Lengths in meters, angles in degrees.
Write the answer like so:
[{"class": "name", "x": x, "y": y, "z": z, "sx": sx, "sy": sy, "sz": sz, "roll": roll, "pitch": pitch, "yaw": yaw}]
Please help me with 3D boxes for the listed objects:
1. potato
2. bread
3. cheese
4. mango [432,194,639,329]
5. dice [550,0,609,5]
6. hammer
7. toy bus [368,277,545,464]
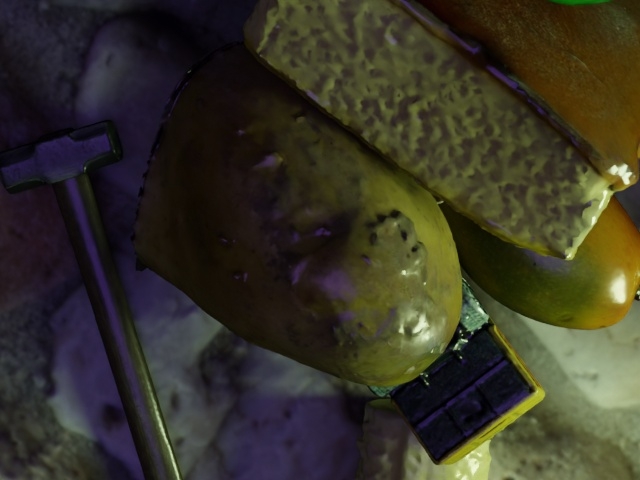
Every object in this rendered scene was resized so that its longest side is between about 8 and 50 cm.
[{"class": "potato", "x": 0.000, "y": 0.000, "z": 1.338, "sx": 0.266, "sy": 0.229, "sz": 0.229, "roll": 37, "pitch": 99, "yaw": 24}, {"class": "bread", "x": 0.126, "y": -0.176, "z": 1.380, "sx": 0.324, "sy": 0.333, "sz": 0.143, "roll": 35, "pitch": 124, "yaw": -4}, {"class": "cheese", "x": 0.092, "y": 0.233, "z": 1.563, "sx": 0.123, "sy": 0.094, "sz": 0.167, "roll": 6, "pitch": 94, "yaw": 12}, {"class": "mango", "x": 0.167, "y": -0.040, "z": 1.497, "sx": 0.146, "sy": 0.129, "sz": 0.289, "roll": -38, "pitch": 89, "yaw": -13}, {"class": "dice", "x": 0.190, "y": -0.372, "z": 1.258, "sx": 0.297, "sy": 0.287, "sz": 0.300, "roll": 10, "pitch": 136, "yaw": -33}, {"class": "hammer", "x": -0.194, "y": 0.075, "z": 1.579, "sx": 0.111, "sy": 0.043, "sz": 0.365, "roll": -16, "pitch": 99, "yaw": 5}, {"class": "toy bus", "x": 0.058, "y": 0.032, "z": 1.493, "sx": 0.121, "sy": 0.123, "sz": 0.335, "roll": -38, "pitch": 71, "yaw": 9}]
